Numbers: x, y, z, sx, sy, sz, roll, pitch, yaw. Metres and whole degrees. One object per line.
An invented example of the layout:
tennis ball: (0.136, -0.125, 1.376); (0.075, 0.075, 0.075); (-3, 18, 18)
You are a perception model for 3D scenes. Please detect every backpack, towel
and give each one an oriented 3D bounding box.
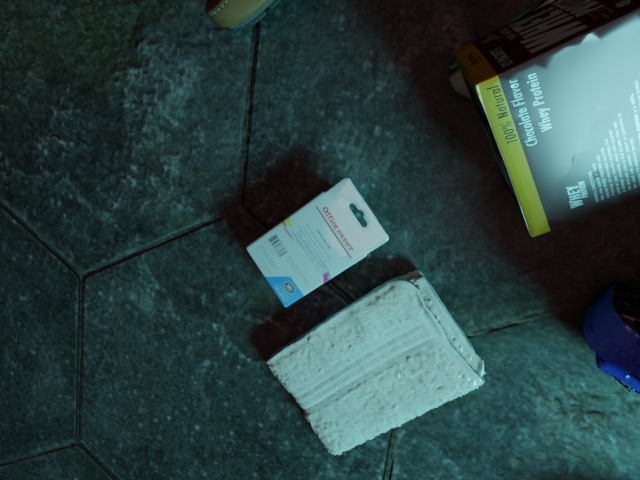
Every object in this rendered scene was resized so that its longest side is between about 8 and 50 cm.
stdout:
backpack: (0.372, 0.119, 0.572); (0.120, 0.098, 0.101); (35, 127, 6)
towel: (0.074, 0.182, 0.699); (0.282, 0.049, 0.187); (-36, 88, 19)

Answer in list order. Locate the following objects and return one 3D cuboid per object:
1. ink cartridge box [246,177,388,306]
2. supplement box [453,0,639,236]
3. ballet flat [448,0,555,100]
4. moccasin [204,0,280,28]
ink cartridge box: (0.000, 0.000, 0.681); (0.181, 0.061, 0.104); (-34, 90, 20)
supplement box: (0.271, -0.141, 0.501); (0.194, 0.129, 0.191); (-23, 120, 19)
ballet flat: (0.264, -0.246, 0.551); (0.248, 0.086, 0.086); (-38, 88, 26)
moccasin: (-0.043, -0.414, 0.536); (0.147, 0.139, 0.380); (18, 138, -29)
